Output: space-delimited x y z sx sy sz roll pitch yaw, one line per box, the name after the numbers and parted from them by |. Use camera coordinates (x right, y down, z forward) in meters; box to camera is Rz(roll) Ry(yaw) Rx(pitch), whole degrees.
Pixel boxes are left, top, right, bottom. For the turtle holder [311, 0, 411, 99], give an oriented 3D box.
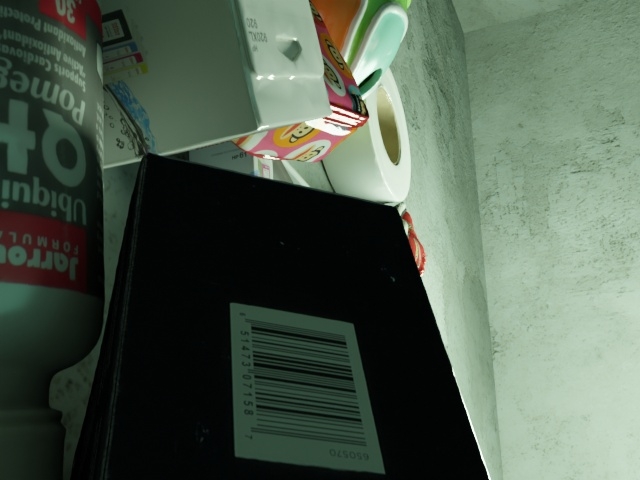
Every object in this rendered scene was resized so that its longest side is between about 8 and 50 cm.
-0.006 -0.301 1.091 0.320 0.243 0.227 169 -69 -72 | turtle holder

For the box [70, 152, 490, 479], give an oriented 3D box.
-0.056 0.180 0.438 0.343 0.179 0.312 -100 -153 -51 | box

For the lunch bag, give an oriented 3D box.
-0.090 -0.226 0.823 0.293 0.120 0.258 59 24 14 | lunch bag

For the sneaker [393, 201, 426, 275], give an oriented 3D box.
0.137 0.014 1.370 0.118 0.107 0.279 53 14 -10 | sneaker

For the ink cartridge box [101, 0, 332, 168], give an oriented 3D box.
-0.135 -0.155 0.620 0.171 0.233 0.168 -36 115 -68 | ink cartridge box

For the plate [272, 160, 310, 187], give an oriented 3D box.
0.000 0.000 1.005 0.278 0.045 0.277 46 12 -54 | plate

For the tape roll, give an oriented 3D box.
0.083 -0.205 1.406 0.286 0.100 0.286 -9 90 -69 | tape roll

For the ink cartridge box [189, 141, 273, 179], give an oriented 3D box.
-0.103 -0.063 0.870 0.052 0.088 0.122 27 56 -61 | ink cartridge box

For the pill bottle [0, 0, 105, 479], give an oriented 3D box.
-0.215 -0.014 0.431 0.176 0.176 0.318 26 57 -65 | pill bottle
